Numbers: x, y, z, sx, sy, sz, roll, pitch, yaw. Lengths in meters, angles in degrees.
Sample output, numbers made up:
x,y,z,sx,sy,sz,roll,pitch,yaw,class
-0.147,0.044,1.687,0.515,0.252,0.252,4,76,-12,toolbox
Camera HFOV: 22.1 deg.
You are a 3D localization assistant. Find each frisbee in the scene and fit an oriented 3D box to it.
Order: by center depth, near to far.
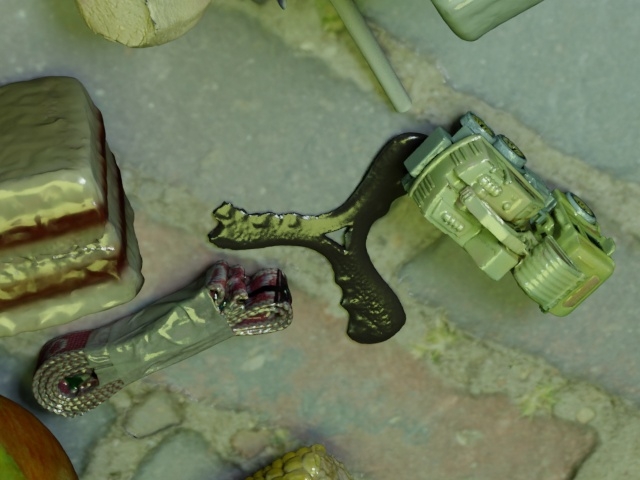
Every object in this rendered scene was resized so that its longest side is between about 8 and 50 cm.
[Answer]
x,y,z,sx,sy,sz,roll,pitch,yaw,class
0.000,0.000,1.357,0.187,0.012,0.211,2,123,-8,frisbee

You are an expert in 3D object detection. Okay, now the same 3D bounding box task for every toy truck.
x,y,z,sx,sy,sz,roll,pitch,yaw,class
0.154,-0.011,1.301,0.191,0.116,0.085,36,110,-31,toy truck

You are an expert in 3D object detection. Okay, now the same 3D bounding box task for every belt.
x,y,z,sx,sy,sz,roll,pitch,yaw,class
-0.136,0.078,1.359,0.232,0.053,0.071,-23,120,11,belt

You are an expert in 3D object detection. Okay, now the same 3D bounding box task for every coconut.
x,y,z,sx,sy,sz,roll,pitch,yaw,class
-0.130,-0.202,1.155,0.110,0.110,0.124,-17,126,3,coconut

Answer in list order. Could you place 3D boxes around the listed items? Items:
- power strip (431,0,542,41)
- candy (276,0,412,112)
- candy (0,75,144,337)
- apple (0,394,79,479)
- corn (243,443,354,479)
x,y,z,sx,sy,sz,roll,pitch,yaw,class
0.069,-0.310,0.991,0.161,0.357,0.357,-30,121,10,power strip
-0.012,-0.221,1.180,0.124,0.124,0.365,-26,133,9,candy
-0.302,-0.006,1.214,0.320,0.179,0.135,-16,123,3,candy
-0.308,0.243,1.330,0.246,0.226,0.246,-15,130,-19,apple
-0.105,0.317,1.475,0.347,0.130,0.130,-40,119,14,corn
